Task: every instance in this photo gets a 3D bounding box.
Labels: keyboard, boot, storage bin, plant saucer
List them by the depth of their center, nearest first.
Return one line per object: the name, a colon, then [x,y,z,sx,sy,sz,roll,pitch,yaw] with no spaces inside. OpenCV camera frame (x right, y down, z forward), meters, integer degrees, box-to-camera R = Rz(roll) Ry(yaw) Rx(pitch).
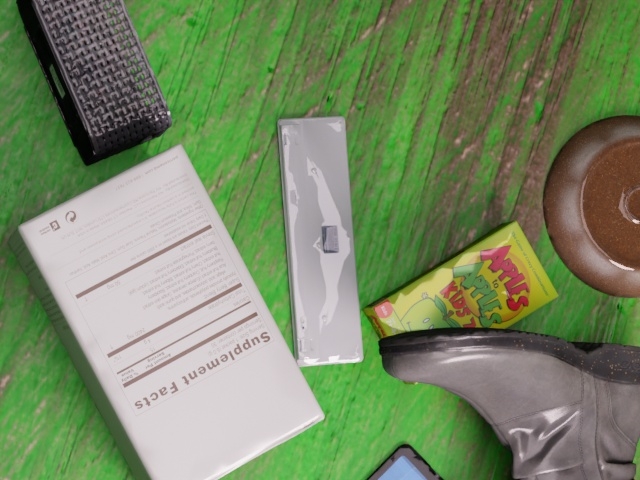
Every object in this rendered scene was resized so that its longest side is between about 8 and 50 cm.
storage bin: [-0.223,-0.174,1.763,0.084,0.122,0.180,-22,91,-14]
boot: [0.203,0.204,1.799,0.338,0.118,0.223,8,85,-28]
keyboard: [0.000,0.000,1.860,0.072,0.014,0.256,-3,87,-18]
plant saucer: [0.337,-0.038,1.926,0.198,0.036,0.199,1,87,-13]

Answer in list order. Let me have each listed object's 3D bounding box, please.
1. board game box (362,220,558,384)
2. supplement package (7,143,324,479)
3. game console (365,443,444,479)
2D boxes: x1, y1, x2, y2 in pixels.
board game box: [0.145,0.064,1.870,0.181,0.043,0.092,-31,93,-13]
supplement package: [-0.152,0.082,1.732,0.175,0.177,0.293,-28,93,-14]
game console: [0.089,0.286,1.830,0.122,0.107,0.071,-44,124,-12]
